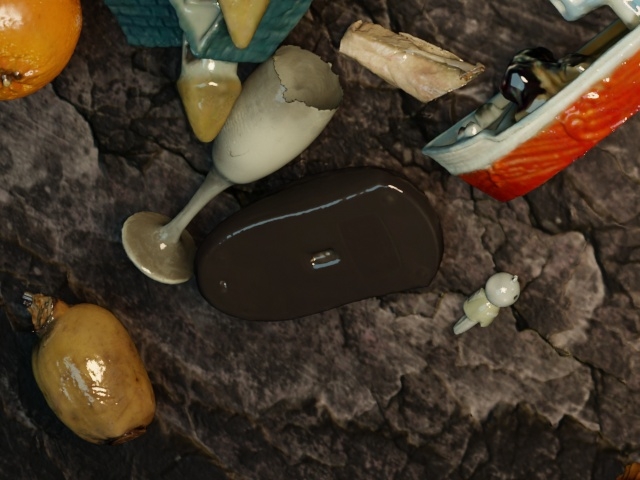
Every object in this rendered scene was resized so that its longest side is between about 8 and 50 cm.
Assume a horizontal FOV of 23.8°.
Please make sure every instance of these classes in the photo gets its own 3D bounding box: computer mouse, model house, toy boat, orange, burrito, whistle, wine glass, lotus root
[{"bbox_3d":[0.000,0.000,1.559,0.270,0.086,0.137,-15,119,21],"label":"computer mouse"},{"bbox_3d":[-0.126,-0.252,1.433,0.267,0.194,0.325,7,100,33],"label":"model house"},{"bbox_3d":[0.213,-0.156,1.302,0.133,0.145,0.332,46,125,-4],"label":"toy boat"},{"bbox_3d":[-0.356,-0.238,1.650,0.193,0.193,0.161,-44,39,39],"label":"orange"},{"bbox_3d":[0.084,-0.169,1.459,0.149,0.041,0.055,26,110,24],"label":"burrito"},{"bbox_3d":[0.165,0.063,1.509,0.035,0.035,0.100,50,131,7],"label":"whistle"},{"bbox_3d":[-0.152,-0.139,1.599,0.264,0.096,0.309,47,129,4],"label":"wine glass"},{"bbox_3d":[-0.280,0.146,1.808,0.221,0.125,0.118,58,170,-3],"label":"lotus root"}]

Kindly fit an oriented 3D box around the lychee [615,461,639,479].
[{"bbox_3d":[0.355,0.307,1.342,0.267,0.267,0.267,15,118,30],"label":"lychee"}]
